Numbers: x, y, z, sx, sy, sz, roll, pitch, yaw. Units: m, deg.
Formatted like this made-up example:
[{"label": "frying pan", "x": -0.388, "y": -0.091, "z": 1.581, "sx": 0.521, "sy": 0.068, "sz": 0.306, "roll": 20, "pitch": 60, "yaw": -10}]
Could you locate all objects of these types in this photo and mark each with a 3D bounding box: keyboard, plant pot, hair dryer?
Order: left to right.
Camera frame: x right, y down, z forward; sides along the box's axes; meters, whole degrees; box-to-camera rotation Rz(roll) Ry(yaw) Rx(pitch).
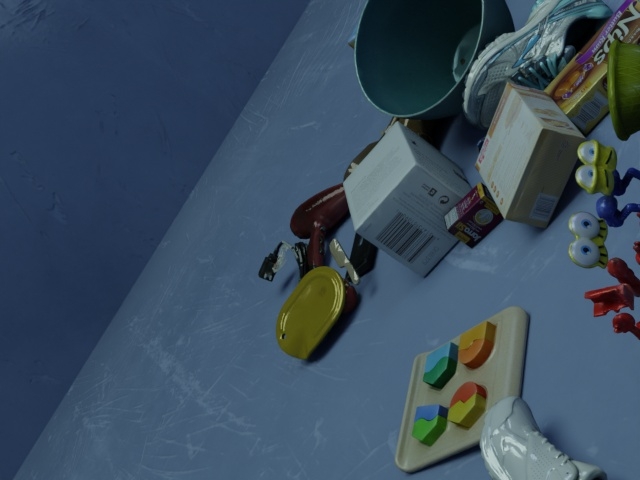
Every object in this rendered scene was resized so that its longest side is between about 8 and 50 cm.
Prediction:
[{"label": "hair dryer", "x": 0.000, "y": 0.000, "z": 1.901, "sx": 0.293, "sy": 0.080, "sz": 0.223, "roll": -61, "pitch": 36, "yaw": 4}, {"label": "keyboard", "x": 0.096, "y": -0.012, "z": 1.738, "sx": 0.108, "sy": 0.023, "sz": 0.180, "roll": -45, "pitch": 23, "yaw": 45}, {"label": "plant pot", "x": 0.229, "y": -0.342, "z": 1.623, "sx": 0.290, "sy": 0.195, "sz": 0.290, "roll": -9, "pitch": 78, "yaw": 46}]

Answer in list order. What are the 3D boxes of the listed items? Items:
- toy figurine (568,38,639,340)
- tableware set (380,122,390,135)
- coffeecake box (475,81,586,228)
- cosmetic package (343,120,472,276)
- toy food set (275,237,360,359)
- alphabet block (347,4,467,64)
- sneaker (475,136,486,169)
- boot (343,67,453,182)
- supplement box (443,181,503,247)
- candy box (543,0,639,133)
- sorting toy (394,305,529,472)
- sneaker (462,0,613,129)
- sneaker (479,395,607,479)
[{"label": "toy figurine", "x": 0.409, "y": -0.073, "z": 0.950, "sx": 0.217, "sy": 0.191, "sz": 0.362, "roll": -16, "pitch": 43, "yaw": 40}, {"label": "tableware set", "x": 0.181, "y": -0.244, "z": 1.891, "sx": 0.168, "sy": 0.020, "sz": 0.141, "roll": -50, "pitch": 21, "yaw": 17}, {"label": "coffeecake box", "x": 0.296, "y": -0.126, "z": 1.327, "sx": 0.185, "sy": 0.068, "sz": 0.142, "roll": -99, "pitch": 24, "yaw": -61}, {"label": "cosmetic package", "x": 0.148, "y": -0.071, "z": 1.521, "sx": 0.151, "sy": 0.151, "sz": 0.183, "roll": -49, "pitch": 23, "yaw": 19}, {"label": "toy food set", "x": 0.012, "y": 0.121, "z": 1.679, "sx": 0.218, "sy": 0.071, "sz": 0.128, "roll": -53, "pitch": 44, "yaw": 14}, {"label": "alphabet block", "x": 0.203, "y": -0.428, "z": 1.836, "sx": 0.193, "sy": 0.197, "sz": 0.192, "roll": -37, "pitch": 20, "yaw": 42}, {"label": "sneaker", "x": 0.283, "y": -0.153, "z": 1.475, "sx": 0.052, "sy": 0.058, "sz": 0.135, "roll": -28, "pitch": 34, "yaw": 52}, {"label": "boot", "x": 0.183, "y": -0.189, "z": 1.744, "sx": 0.115, "sy": 0.112, "sz": 0.305, "roll": 34, "pitch": 84, "yaw": 38}, {"label": "supplement box", "x": 0.237, "y": -0.039, "z": 1.410, "sx": 0.083, "sy": 0.055, "sz": 0.043, "roll": -47, "pitch": 23, "yaw": 26}, {"label": "candy box", "x": 0.417, "y": -0.254, "z": 1.332, "sx": 0.186, "sy": 0.053, "sz": 0.109, "roll": -50, "pitch": 22, "yaw": 21}, {"label": "sorting toy", "x": 0.180, "y": 0.194, "z": 1.217, "sx": 0.208, "sy": 0.038, "sz": 0.193, "roll": -34, "pitch": 30, "yaw": 45}, {"label": "sneaker", "x": 0.341, "y": -0.282, "z": 1.449, "sx": 0.283, "sy": 0.110, "sz": 0.122, "roll": -49, "pitch": 46, "yaw": 5}, {"label": "sneaker", "x": 0.241, "y": 0.248, "z": 0.954, "sx": 0.115, "sy": 0.090, "sz": 0.232, "roll": -38, "pitch": 35, "yaw": 25}]
